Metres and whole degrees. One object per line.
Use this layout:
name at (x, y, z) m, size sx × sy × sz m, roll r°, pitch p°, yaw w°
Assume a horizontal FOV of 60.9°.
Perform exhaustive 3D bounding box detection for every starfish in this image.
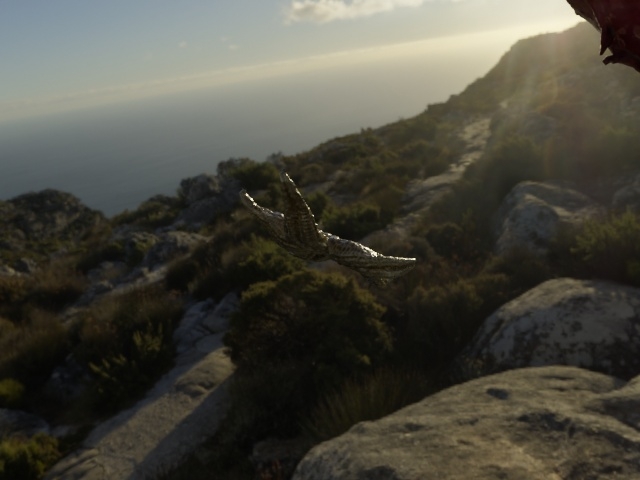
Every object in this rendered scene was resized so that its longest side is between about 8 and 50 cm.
starfish at (0.000, 0.000, 0.694) m, size 0.236 × 0.062 × 0.277 m, roll 15°, pitch -14°, yaw 40°

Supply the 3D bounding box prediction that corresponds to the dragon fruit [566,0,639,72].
dragon fruit at (0.364, -0.260, 0.376) m, size 0.386 × 0.371 × 0.249 m, roll 21°, pitch 38°, yaw -23°
